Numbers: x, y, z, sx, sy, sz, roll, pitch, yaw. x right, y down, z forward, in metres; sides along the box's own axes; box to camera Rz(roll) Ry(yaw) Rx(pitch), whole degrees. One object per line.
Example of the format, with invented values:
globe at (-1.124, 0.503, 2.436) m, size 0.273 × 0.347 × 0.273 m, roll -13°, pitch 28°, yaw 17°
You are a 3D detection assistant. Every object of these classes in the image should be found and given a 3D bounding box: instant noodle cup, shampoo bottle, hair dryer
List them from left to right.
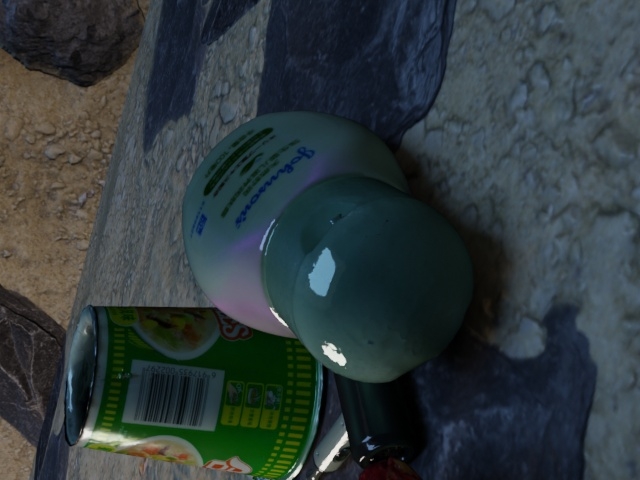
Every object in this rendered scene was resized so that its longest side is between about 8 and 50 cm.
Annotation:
instant noodle cup at (-0.142, 0.156, 0.851) m, size 0.207 × 0.232 × 0.207 m, roll -32°, pitch 53°, yaw 56°
shampoo bottle at (0.000, 0.000, 0.699) m, size 0.222 × 0.151 × 0.349 m, roll -43°, pitch 30°, yaw -4°
hair dryer at (0.024, 0.185, 0.728) m, size 0.198 × 0.056 × 0.101 m, roll 116°, pitch 151°, yaw -46°

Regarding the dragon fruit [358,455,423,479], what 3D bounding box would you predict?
dragon fruit at (0.066, 0.265, 0.516) m, size 0.317 × 0.151 × 0.205 m, roll 119°, pitch 170°, yaw -49°
